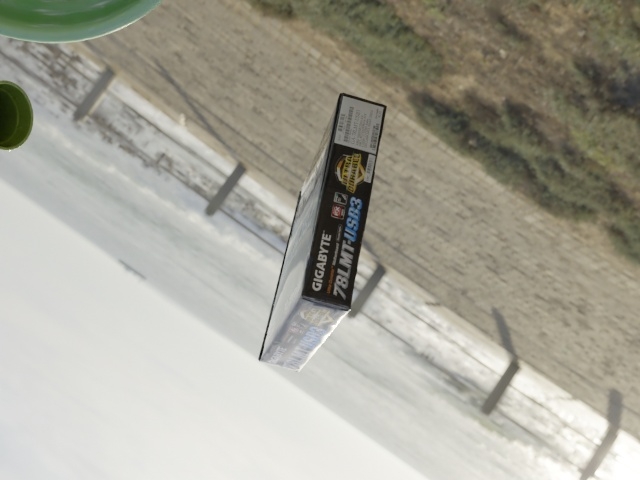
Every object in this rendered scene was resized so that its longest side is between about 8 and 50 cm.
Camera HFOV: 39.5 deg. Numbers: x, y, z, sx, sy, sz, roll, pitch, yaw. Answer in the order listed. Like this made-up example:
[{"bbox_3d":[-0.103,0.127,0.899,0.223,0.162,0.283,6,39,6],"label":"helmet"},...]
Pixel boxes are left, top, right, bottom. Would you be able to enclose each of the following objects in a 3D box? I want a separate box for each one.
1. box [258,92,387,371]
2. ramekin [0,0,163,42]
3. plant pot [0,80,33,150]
[{"bbox_3d":[0.000,0.000,1.211,0.073,0.293,0.295,16,155,-6],"label":"box"},{"bbox_3d":[-0.229,-0.337,0.764,0.303,0.303,0.148,38,-159,-16],"label":"ramekin"},{"bbox_3d":[-0.410,-0.153,1.087,0.079,0.083,0.083,5,156,30],"label":"plant pot"}]
